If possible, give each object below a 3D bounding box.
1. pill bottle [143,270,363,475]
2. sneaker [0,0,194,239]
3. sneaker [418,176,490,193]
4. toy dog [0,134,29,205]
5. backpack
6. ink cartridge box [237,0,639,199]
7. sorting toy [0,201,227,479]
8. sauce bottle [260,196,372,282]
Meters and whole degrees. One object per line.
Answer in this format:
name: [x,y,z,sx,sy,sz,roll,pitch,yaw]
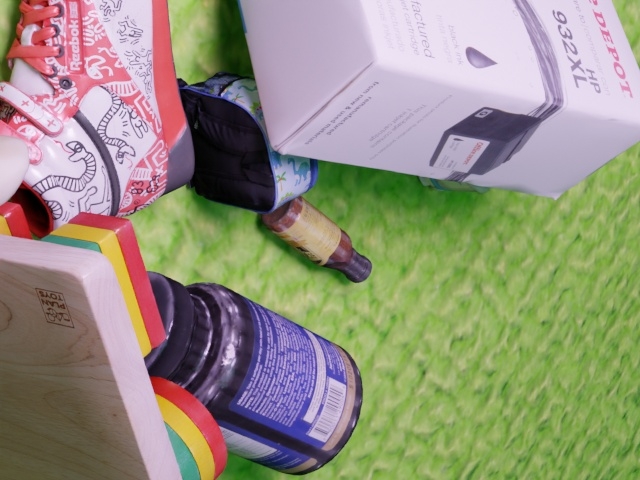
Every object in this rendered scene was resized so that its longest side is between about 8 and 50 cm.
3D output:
pill bottle: [-0.075,0.107,0.991,0.219,0.123,0.122,32,83,-42]
sneaker: [-0.181,-0.128,0.840,0.145,0.090,0.270,-32,126,-32]
sneaker: [0.120,-0.124,1.107,0.071,0.083,0.190,-37,124,-23]
toy dog: [-0.332,-0.077,0.591,0.395,0.285,0.407,-7,112,-46]
backpack: [-0.049,-0.080,0.953,0.084,0.114,0.105,-28,120,-31]
ink cartridge box: [0.096,-0.172,0.956,0.307,0.129,0.223,6,59,-39]
sorting toy: [-0.185,0.091,0.814,0.089,0.257,0.255,-43,130,-43]
sauce bottle: [0.000,0.000,1.072,0.128,0.042,0.042,38,79,-40]
